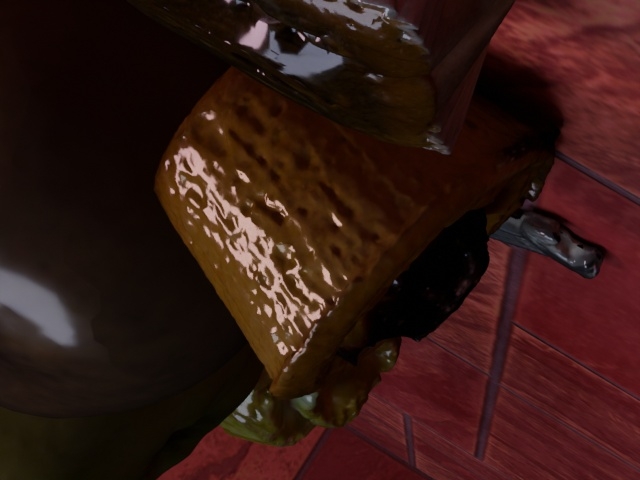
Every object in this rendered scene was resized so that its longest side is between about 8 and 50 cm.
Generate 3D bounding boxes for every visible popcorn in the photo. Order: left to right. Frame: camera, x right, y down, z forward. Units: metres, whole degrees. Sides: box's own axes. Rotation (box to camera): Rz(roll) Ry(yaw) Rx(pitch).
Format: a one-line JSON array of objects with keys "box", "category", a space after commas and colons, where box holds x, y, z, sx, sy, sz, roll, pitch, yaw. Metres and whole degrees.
[{"box": [-0.037, 0.109, 1.913, 0.184, 0.204, 0.221, 28, -176, 27], "category": "popcorn"}]

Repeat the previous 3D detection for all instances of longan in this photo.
[{"box": [-0.161, -0.027, 1.281, 0.319, 0.319, 0.319, 32, 171, 6], "category": "longan"}]

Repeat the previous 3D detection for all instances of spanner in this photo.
[{"box": [0.092, -0.021, 1.335, 0.071, 0.017, 0.302, 38, 170, -29], "category": "spanner"}]

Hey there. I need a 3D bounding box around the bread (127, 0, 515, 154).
[{"box": [-0.017, -0.131, 0.832, 0.210, 0.109, 0.192, 31, 172, 14], "category": "bread"}]

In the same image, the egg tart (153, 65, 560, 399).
[{"box": [0.016, -0.023, 1.049, 0.171, 0.215, 0.215, 46, 173, 9], "category": "egg tart"}]

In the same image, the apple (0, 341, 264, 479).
[{"box": [-0.280, 0.048, 1.628, 0.474, 0.473, 0.473, 32, 171, 6], "category": "apple"}]
